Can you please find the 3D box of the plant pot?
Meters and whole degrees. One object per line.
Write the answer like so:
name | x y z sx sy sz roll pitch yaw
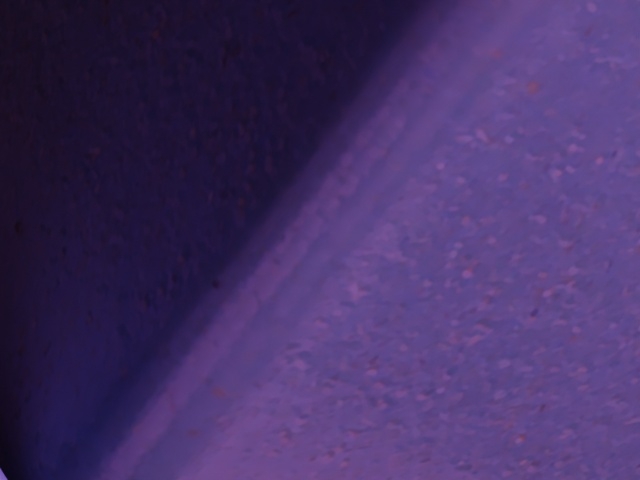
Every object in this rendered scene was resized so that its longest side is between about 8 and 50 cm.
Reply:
plant pot | 0.000 0.000 0.509 0.247 0.252 0.248 22 23 -42

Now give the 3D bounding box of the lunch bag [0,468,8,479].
lunch bag | -0.158 0.149 0.307 0.293 0.138 0.221 -31 86 -48
